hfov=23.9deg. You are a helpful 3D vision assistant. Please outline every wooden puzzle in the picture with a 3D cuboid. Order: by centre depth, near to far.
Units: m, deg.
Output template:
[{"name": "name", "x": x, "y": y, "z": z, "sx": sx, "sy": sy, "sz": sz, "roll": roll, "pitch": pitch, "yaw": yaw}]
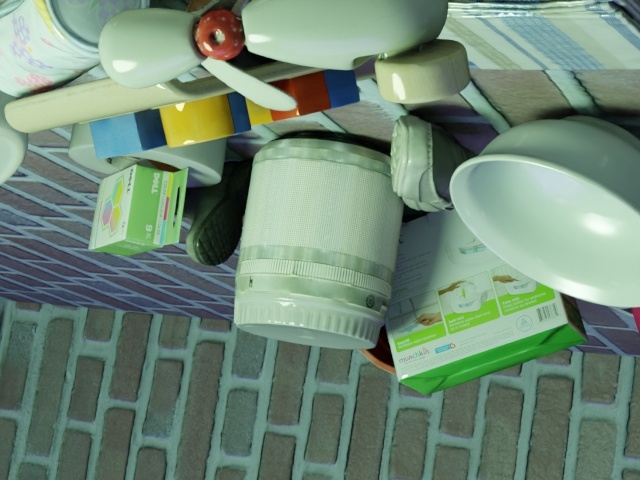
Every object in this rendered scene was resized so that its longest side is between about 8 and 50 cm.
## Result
[{"name": "wooden puzzle", "x": -0.123, "y": -0.149, "z": 1.670, "sx": 0.347, "sy": 0.081, "sz": 0.322, "roll": -12, "pitch": -174, "yaw": -40}]

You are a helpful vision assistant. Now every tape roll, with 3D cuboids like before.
[{"name": "tape roll", "x": -0.242, "y": -0.136, "z": 2.134, "sx": 0.219, "sy": 0.072, "sz": 0.219, "roll": 9, "pitch": 170, "yaw": 2}]

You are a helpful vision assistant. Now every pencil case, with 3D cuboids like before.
[{"name": "pencil case", "x": -0.278, "y": -0.225, "z": 1.586, "sx": 0.124, "sy": 0.114, "sz": 0.273, "roll": 8, "pitch": 171, "yaw": -26}]

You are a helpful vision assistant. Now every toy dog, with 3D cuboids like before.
[{"name": "toy dog", "x": -0.018, "y": -0.210, "z": 1.361, "sx": 0.333, "sy": 0.220, "sz": 0.161, "roll": 14, "pitch": -158, "yaw": 9}]

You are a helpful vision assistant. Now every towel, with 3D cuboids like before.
[{"name": "towel", "x": 0.200, "y": -0.211, "z": 1.509, "sx": 0.285, "sy": 0.034, "sz": 0.209, "roll": 4, "pitch": 171, "yaw": 32}]

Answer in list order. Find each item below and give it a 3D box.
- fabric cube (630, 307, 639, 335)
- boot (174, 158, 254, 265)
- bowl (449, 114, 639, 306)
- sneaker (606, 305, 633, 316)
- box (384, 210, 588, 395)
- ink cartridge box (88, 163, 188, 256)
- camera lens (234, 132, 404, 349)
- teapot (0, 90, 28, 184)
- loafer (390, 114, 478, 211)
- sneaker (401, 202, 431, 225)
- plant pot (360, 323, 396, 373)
[{"name": "fabric cube", "x": 0.557, "y": 0.087, "z": 1.975, "sx": 0.254, "sy": 0.258, "sz": 0.259, "roll": -14, "pitch": 169, "yaw": -1}, {"name": "boot", "x": -0.194, "y": -0.043, "z": 2.237, "sx": 0.161, "sy": 0.246, "sz": 0.083, "roll": 1, "pitch": 123, "yaw": 18}, {"name": "bowl", "x": 0.317, "y": -0.056, "z": 1.829, "sx": 0.298, "sy": 0.134, "sz": 0.298, "roll": 27, "pitch": 157, "yaw": 12}, {"name": "sneaker", "x": 0.481, "y": 0.044, "z": 2.346, "sx": 0.350, "sy": 0.131, "sz": 0.148, "roll": 13, "pitch": 173, "yaw": -22}, {"name": "box", "x": 0.221, "y": 0.069, "z": 2.193, "sx": 0.262, "sy": 0.231, "sz": 0.127, "roll": -21, "pitch": 156, "yaw": 17}, {"name": "ink cartridge box", "x": -0.260, "y": -0.043, "z": 2.147, "sx": 0.062, "sy": 0.109, "sz": 0.209, "roll": 13, "pitch": 169, "yaw": -26}, {"name": "camera lens", "x": 0.000, "y": 0.000, "z": 2.109, "sx": 0.219, "sy": 0.274, "sz": 0.219, "roll": 8, "pitch": 169, "yaw": 2}, {"name": "teapot", "x": -0.502, "y": -0.164, "z": 1.933, "sx": 0.252, "sy": 0.187, "sz": 0.256, "roll": -16, "pitch": 158, "yaw": -17}, {"name": "loafer", "x": 0.153, "y": -0.098, "z": 1.958, "sx": 0.111, "sy": 0.112, "sz": 0.319, "roll": 2, "pitch": 176, "yaw": 10}, {"name": "sneaker", "x": 0.071, "y": -0.032, "z": 2.298, "sx": 0.302, "sy": 0.121, "sz": 0.108, "roll": 4, "pitch": 167, "yaw": 14}, {"name": "plant pot", "x": 0.211, "y": 0.097, "z": 2.565, "sx": 0.272, "sy": 0.272, "sz": 0.265, "roll": 3, "pitch": 176, "yaw": 26}]
